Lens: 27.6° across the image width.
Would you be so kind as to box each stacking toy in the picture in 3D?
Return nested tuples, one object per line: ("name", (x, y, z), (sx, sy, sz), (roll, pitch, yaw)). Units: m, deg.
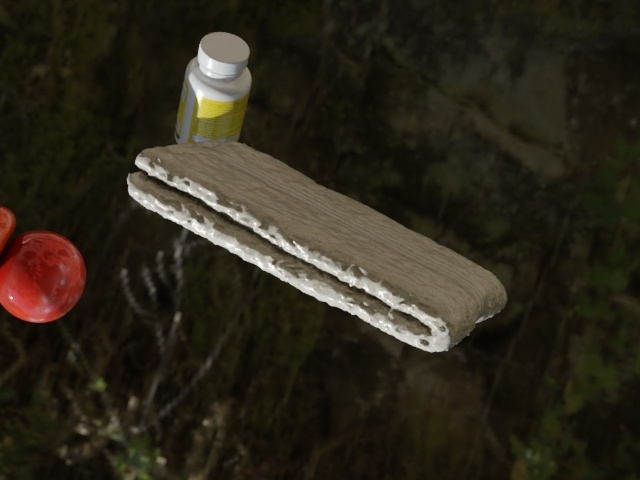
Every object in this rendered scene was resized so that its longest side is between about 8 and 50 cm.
("stacking toy", (-0.378, -0.021, 1.241), (0.330, 0.141, 0.141), (28, 177, -12))

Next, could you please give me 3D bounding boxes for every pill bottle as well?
("pill bottle", (-0.102, -0.140, 1.254), (0.065, 0.116, 0.065), (9, -135, -9))

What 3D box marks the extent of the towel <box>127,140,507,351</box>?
("towel", (0.000, 0.000, 1.008), (0.282, 0.049, 0.187), (28, -164, 15))
